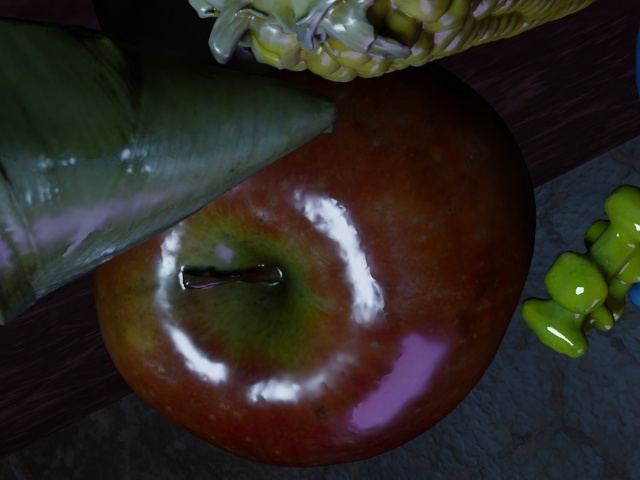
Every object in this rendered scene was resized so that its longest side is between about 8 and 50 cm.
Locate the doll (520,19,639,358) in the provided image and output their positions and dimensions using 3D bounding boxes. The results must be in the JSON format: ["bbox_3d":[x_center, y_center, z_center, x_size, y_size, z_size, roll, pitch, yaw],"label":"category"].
[{"bbox_3d":[0.234,-0.098,0.808,0.341,0.099,0.346,-8,124,-58],"label":"doll"}]

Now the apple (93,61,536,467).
[{"bbox_3d":[0.000,0.000,0.821,0.230,0.230,0.230,-25,174,-3],"label":"apple"}]

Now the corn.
[{"bbox_3d":[0.058,-0.126,0.605,0.106,0.106,0.305,-30,177,33],"label":"corn"}]

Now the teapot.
[{"bbox_3d":[-0.055,-0.093,0.587,0.068,0.076,0.121,-15,153,31],"label":"teapot"}]

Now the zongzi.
[{"bbox_3d":[-0.162,0.004,0.549,0.274,0.125,0.251,-7,166,-32],"label":"zongzi"}]
